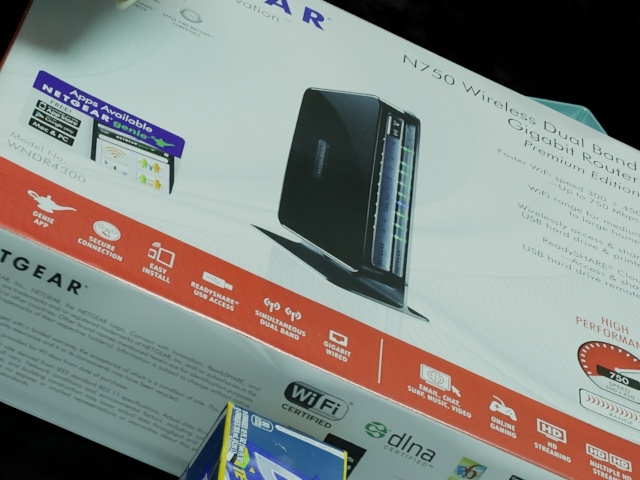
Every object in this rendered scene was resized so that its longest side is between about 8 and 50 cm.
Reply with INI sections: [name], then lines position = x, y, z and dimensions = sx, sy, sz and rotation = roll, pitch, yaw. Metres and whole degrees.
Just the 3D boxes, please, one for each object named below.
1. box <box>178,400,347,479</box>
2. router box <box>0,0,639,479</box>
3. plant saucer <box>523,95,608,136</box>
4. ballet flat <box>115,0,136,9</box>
[box]
position = -0.028, 0.138, 0.717
dimensions = 0.054, 0.059, 0.169
rotation = 24, 32, -14
[router box]
position = 0.000, 0.000, 0.914
dimensions = 0.335, 0.082, 0.301
rotation = 24, 32, -10
[plant saucer]
position = 0.092, -0.063, 1.144
dimensions = 0.192, 0.018, 0.067
rotation = 6, 39, -33
[ballet flat]
position = -0.129, -0.149, 0.858
dimensions = 0.116, 0.342, 0.124
rotation = 60, 27, -48
